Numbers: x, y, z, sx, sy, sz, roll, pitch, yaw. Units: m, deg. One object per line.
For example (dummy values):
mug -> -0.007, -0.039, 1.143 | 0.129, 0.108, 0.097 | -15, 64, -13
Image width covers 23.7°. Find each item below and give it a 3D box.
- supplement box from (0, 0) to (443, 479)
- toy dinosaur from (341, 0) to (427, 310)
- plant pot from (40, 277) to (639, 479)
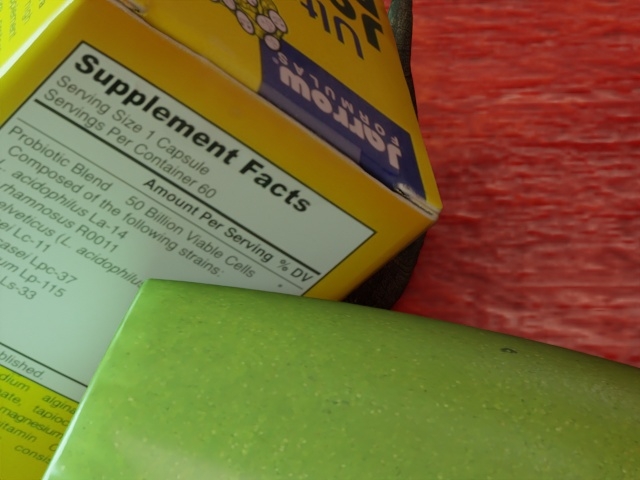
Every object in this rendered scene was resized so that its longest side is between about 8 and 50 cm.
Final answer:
supplement box -> -0.146, -0.010, 0.738 | 0.356, 0.194, 0.195 | -40, 36, 25
toy dinosaur -> 0.000, 0.000, 0.864 | 0.121, 0.160, 0.313 | -13, 52, 48
plant pot -> 0.031, 0.140, 0.613 | 0.293, 0.275, 0.275 | 27, 80, -5
